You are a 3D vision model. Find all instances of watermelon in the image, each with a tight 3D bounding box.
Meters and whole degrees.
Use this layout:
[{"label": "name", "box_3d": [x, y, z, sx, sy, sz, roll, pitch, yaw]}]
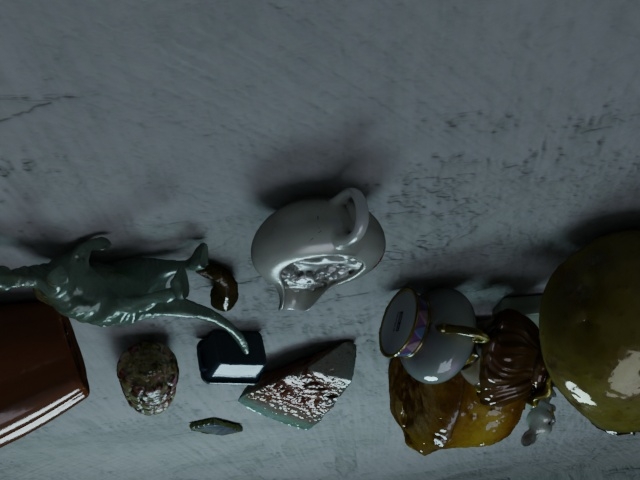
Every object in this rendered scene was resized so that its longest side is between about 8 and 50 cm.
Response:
[{"label": "watermelon", "box_3d": [-0.023, 0.228, 1.768, 0.154, 0.094, 0.241, 17, 149, -27]}]

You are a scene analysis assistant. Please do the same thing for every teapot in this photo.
[{"label": "teapot", "box_3d": [0.000, 0.000, 1.142, 0.145, 0.092, 0.226, -1, 158, -21]}]

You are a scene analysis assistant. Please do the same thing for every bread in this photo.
[{"label": "bread", "box_3d": [0.226, 0.255, 1.757, 0.194, 0.179, 0.340, -1, 159, -16]}]

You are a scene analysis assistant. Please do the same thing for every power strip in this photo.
[{"label": "power strip", "box_3d": [0.351, 0.106, 1.606, 0.192, 0.035, 0.081, -4, 158, -6]}]

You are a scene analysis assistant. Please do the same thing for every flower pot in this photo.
[{"label": "flower pot", "box_3d": [-0.392, 0.166, 1.353, 0.173, 0.190, 0.190, -16, 160, -8]}]

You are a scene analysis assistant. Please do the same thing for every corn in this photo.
[{"label": "corn", "box_3d": [-0.264, 0.222, 1.644, 0.092, 0.092, 0.280, -3, 161, -9]}]

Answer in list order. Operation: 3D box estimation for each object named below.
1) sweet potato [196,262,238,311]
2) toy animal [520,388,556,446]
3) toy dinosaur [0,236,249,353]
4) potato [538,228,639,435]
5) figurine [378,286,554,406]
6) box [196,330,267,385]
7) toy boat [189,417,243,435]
[{"label": "sweet potato", "box_3d": [-0.123, 0.062, 1.343, 0.041, 0.038, 0.153, -21, 158, -5]}, {"label": "toy animal", "box_3d": [0.437, 0.349, 2.147, 0.085, 0.124, 0.071, -8, 164, 9]}, {"label": "toy dinosaur", "box_3d": [-0.204, 0.060, 1.240, 0.205, 0.092, 0.393, -17, 158, 27]}, {"label": "potato", "box_3d": [0.387, 0.098, 1.351, 0.285, 0.242, 0.242, -39, 145, 28]}, {"label": "figurine", "box_3d": [0.219, 0.152, 1.491, 0.263, 0.142, 0.189, 20, 172, -19]}, {"label": "box", "box_3d": [-0.128, 0.170, 1.586, 0.099, 0.074, 0.054, 5, 143, -28]}, {"label": "toy boat", "box_3d": [-0.212, 0.381, 2.182, 0.063, 0.016, 0.115, -16, 158, 22]}]
